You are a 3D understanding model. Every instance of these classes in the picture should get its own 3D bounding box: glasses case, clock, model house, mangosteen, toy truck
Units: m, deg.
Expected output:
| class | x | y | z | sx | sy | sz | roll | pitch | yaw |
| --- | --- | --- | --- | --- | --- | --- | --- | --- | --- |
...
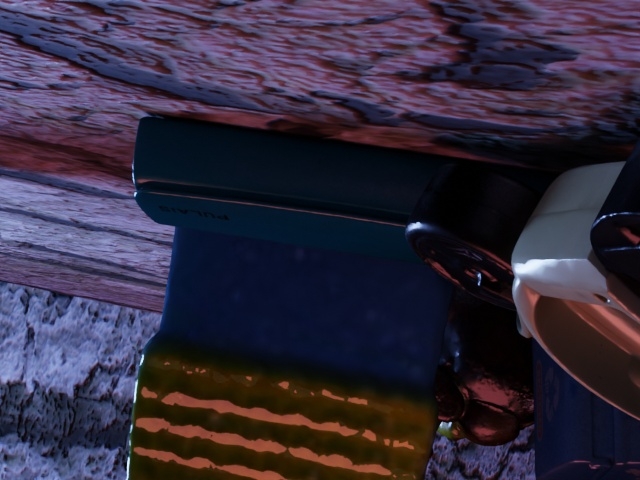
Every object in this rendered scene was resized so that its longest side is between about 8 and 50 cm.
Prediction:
| class | x | y | z | sx | sy | sz | roll | pitch | yaw |
| --- | --- | --- | --- | --- | --- | --- | --- | --- | --- |
| glasses case | 0.028 | -0.024 | 1.263 | 0.301 | 0.070 | 0.117 | 10 | 174 | 12 |
| clock | 0.221 | 0.036 | 1.029 | 0.276 | 0.120 | 0.379 | 34 | 167 | -14 |
| model house | -0.016 | 0.100 | 1.462 | 0.237 | 0.303 | 0.215 | 11 | 167 | 0 |
| mangosteen | 0.141 | 0.102 | 1.713 | 0.184 | 0.172 | 0.172 | -13 | 174 | -2 |
| toy truck | 0.329 | 0.112 | 1.335 | 0.367 | 0.146 | 0.175 | -6 | 165 | 17 |
